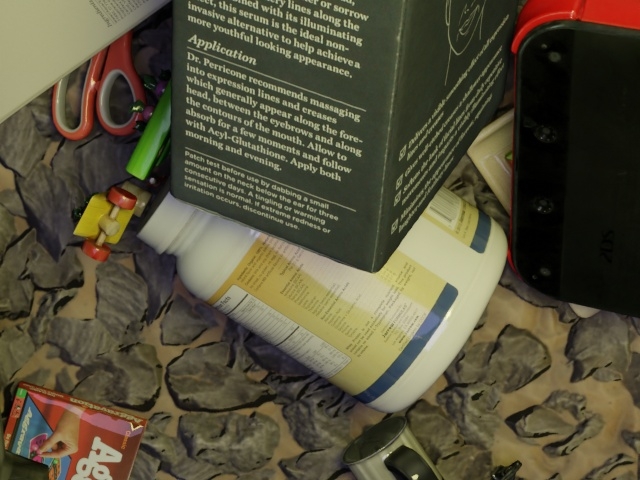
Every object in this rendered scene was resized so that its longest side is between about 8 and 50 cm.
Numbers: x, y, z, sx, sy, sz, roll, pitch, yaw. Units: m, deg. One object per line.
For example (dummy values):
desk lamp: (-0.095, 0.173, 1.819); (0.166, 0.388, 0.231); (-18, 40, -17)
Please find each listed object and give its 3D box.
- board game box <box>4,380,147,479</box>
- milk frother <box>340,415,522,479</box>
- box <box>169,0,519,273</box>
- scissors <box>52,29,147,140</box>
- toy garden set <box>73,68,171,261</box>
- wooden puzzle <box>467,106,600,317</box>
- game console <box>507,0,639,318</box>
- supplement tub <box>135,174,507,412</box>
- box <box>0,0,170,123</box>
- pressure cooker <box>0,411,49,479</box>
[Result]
board game box: (-0.298, 0.303, 1.967); (0.145, 0.027, 0.281); (17, 104, -5)
milk frother: (0.123, 0.244, 1.922); (0.143, 0.129, 0.135); (-42, 105, -33)
box: (0.032, -0.229, 1.521); (0.212, 0.293, 0.395); (21, 133, 17)
scissors: (-0.209, -0.245, 1.818); (0.109, 0.021, 0.297); (10, 94, 25)
toy garden set: (-0.167, -0.097, 1.748); (0.049, 0.244, 0.204); (28, 103, -1)
wooden puzzle: (0.301, -0.065, 1.853); (0.221, 0.044, 0.239); (-34, 102, 9)
game console: (0.342, -0.060, 1.682); (0.342, 0.060, 0.386); (11, 138, 15)
supplement tub: (0.000, 0.000, 1.779); (0.316, 0.228, 0.228); (33, 103, -8)
box: (-0.246, -0.227, 1.741); (0.275, 0.094, 0.113); (-29, 105, 31)
pressure cooker: (-0.488, 0.192, 1.770); (0.370, 0.375, 0.420); (9, 110, 38)
